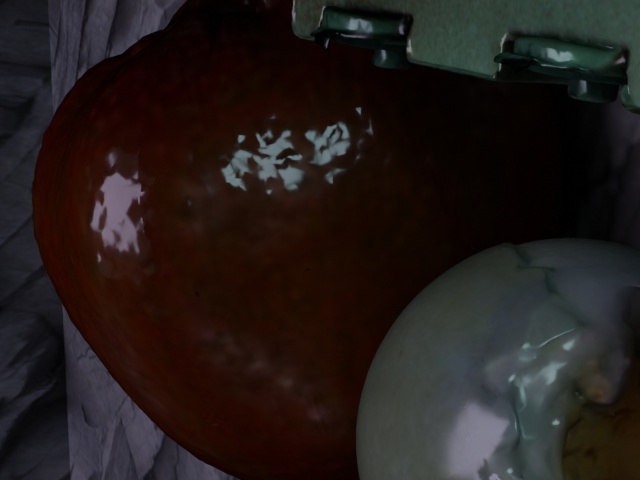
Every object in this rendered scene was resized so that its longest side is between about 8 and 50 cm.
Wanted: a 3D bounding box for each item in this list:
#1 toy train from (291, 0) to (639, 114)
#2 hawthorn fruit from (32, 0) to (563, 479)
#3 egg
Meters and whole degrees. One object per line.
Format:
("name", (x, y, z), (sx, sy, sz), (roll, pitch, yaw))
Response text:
("toy train", (0.101, -0.126, 0.820), (0.326, 0.159, 0.129), (21, 106, 59))
("hawthorn fruit", (-0.014, -0.010, 1.069), (0.295, 0.295, 0.311), (-135, 46, -63))
("egg", (0.102, 0.090, 0.898), (0.217, 0.183, 0.183), (167, 97, -72))
